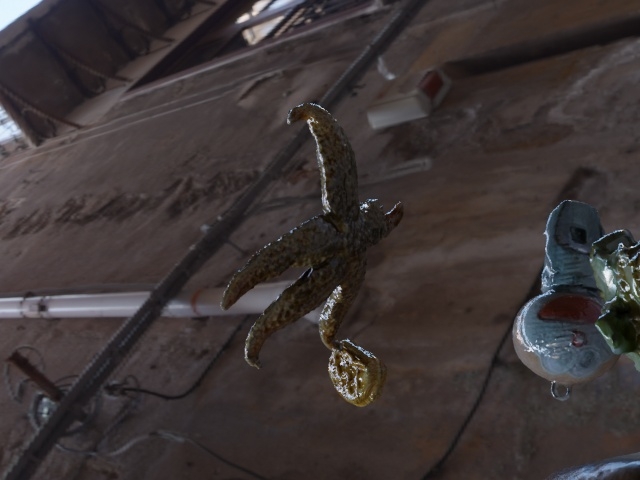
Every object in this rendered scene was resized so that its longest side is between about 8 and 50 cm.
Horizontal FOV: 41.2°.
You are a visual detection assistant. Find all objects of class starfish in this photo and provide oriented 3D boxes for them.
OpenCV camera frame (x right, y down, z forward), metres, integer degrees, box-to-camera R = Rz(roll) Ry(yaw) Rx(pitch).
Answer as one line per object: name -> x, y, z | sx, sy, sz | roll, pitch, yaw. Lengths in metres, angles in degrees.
starfish -> 0.009, -0.001, 1.041 | 0.375, 0.094, 0.326 | -9, -75, -56

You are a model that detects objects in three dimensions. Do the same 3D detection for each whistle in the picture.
whistle -> 0.423, 0.094, 1.433 | 0.189, 0.189, 0.347 | 18, -104, -43

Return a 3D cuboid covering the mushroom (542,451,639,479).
mushroom -> 0.364, 0.279, 0.797 | 0.345, 0.345, 0.239 | 50, -141, -29

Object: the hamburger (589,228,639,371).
hamburger -> 0.364, 0.045, 0.670 | 0.167, 0.288, 0.192 | -99, -9, -77

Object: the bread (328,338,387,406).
bread -> 0.052, 0.193, 1.234 | 0.044, 0.111, 0.083 | 4, -75, -34
